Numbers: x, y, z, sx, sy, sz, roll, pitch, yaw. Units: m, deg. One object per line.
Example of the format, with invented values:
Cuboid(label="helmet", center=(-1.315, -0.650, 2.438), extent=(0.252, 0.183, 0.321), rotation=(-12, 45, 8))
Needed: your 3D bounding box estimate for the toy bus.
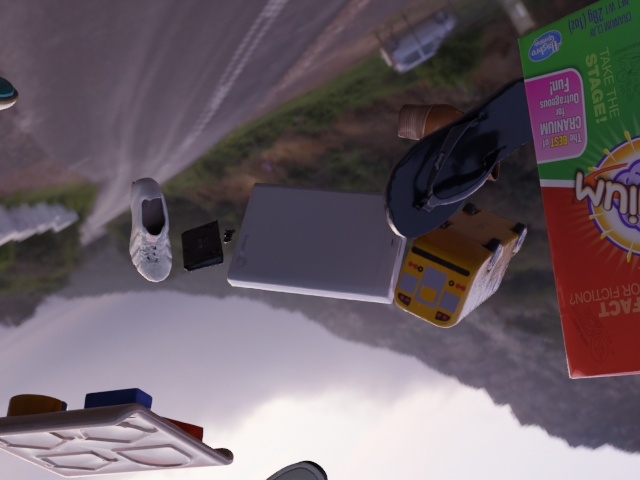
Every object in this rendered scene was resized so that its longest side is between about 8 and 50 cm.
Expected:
Cuboid(label="toy bus", center=(0.227, 0.030, 1.616), extent=(0.332, 0.108, 0.130), rotation=(-20, 131, -66))

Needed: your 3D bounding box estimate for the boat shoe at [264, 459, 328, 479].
Cuboid(label="boat shoe", center=(-0.057, 0.362, 1.331), extent=(0.079, 0.084, 0.233), rotation=(-21, 146, -59))

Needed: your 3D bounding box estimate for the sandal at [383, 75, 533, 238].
Cuboid(label="sandal", center=(0.175, -0.104, 1.240), extent=(0.254, 0.097, 0.054), rotation=(-43, -162, 3))

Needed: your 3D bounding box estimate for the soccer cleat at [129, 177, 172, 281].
Cuboid(label="soccer cleat", center=(-0.273, -0.008, 1.666), extent=(0.068, 0.196, 0.076), rotation=(-14, -145, -19))

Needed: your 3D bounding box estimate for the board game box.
Cuboid(label="board game box", center=(0.291, -0.053, 0.853), extent=(0.064, 0.317, 0.242), rotation=(-2, 171, -34))

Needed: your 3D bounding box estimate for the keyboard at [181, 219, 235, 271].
Cuboid(label="keyboard", center=(-0.214, 0.008, 2.005), extent=(0.108, 0.023, 0.180), rotation=(-19, -155, -1))

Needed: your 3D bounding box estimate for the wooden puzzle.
Cuboid(label="wooden puzzle", center=(-0.348, 0.300, 1.627), extent=(0.322, 0.081, 0.348), rotation=(-8, 155, 21))

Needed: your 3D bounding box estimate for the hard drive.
Cuboid(label="hard drive", center=(0.000, 0.000, 1.865), extent=(0.307, 0.203, 0.040), rotation=(6, 156, 21))

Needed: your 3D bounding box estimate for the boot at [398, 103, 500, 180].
Cuboid(label="boot", center=(0.191, -0.103, 1.503), extent=(0.152, 0.197, 0.073), rotation=(15, -139, 34))

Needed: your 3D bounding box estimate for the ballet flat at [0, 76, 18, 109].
Cuboid(label="ballet flat", center=(-0.511, -0.214, 1.453), extent=(0.080, 0.232, 0.073), rotation=(-27, 138, -50))
